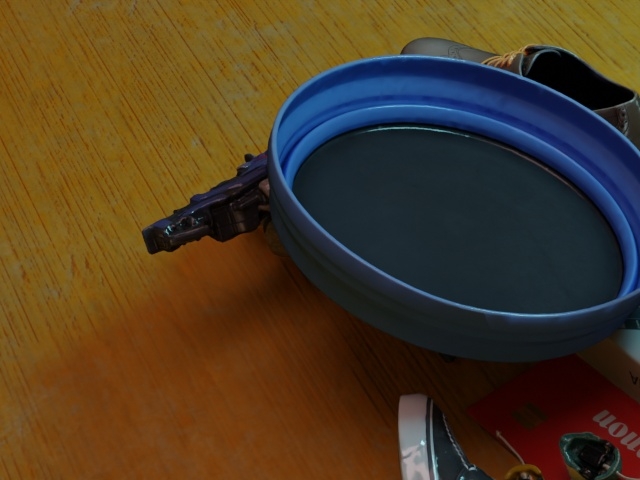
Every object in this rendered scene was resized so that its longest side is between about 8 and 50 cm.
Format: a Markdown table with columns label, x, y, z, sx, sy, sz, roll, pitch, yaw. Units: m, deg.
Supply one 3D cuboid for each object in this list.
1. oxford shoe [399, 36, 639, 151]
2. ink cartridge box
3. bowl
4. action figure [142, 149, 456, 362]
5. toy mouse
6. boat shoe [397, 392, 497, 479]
| label | x | y | z | sx | sy | sz | roll | pitch | yaw |
| --- | --- | --- | --- | --- | --- | --- | --- | --- | --- |
| oxford shoe | 0.222 | -0.172 | 2.096 | 0.363 | 0.133 | 0.130 | 27 | 53 | 37 |
| ink cartridge box | 0.318 | 0.148 | 1.745 | 0.261 | 0.066 | 0.296 | -28 | 42 | -22 |
| bowl | 0.138 | -0.033 | 1.805 | 0.391 | 0.077 | 0.391 | 10 | 39 | -8 |
| action figure | 0.000 | 0.000 | 1.932 | 0.341 | 0.178 | 0.330 | -26 | 35 | -25 |
| toy mouse | 0.232 | 0.226 | 1.678 | 0.143 | 0.031 | 0.161 | -16 | 51 | 19 |
| boat shoe | 0.129 | 0.249 | 1.636 | 0.102 | 0.108 | 0.301 | -11 | 42 | 1 |
